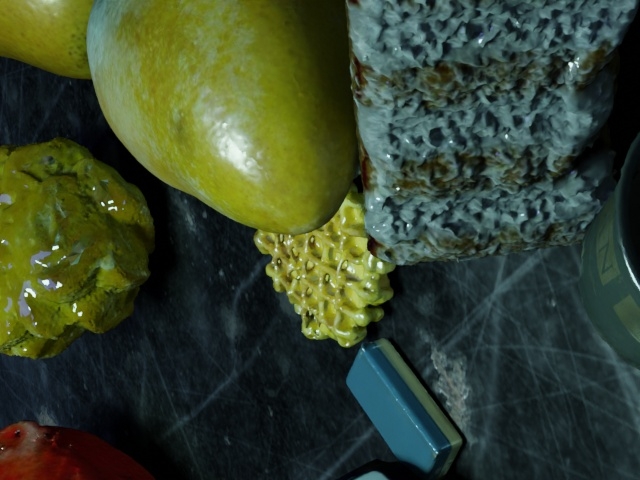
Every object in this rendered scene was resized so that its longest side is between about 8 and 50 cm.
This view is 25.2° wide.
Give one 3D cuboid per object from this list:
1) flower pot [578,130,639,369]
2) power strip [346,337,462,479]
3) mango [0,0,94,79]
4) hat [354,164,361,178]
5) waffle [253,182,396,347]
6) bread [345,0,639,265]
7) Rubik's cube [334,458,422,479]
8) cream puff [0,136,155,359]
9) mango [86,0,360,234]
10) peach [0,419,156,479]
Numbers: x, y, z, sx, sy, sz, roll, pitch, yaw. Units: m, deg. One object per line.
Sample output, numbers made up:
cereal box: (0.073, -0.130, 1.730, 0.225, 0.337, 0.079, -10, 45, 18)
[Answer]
flower pot: (0.215, 0.011, 0.800, 0.157, 0.157, 0.107, 67, 158, 12)
power strip: (0.067, 0.140, 1.188, 0.123, 0.032, 0.056, 54, 143, 30)
mango: (-0.306, -0.304, 1.421, 0.378, 0.221, 0.264, 40, 130, 29)
hat: (0.015, -0.077, 1.146, 0.050, 0.121, 0.121, 44, 155, -20)
waffle: (0.000, 0.005, 1.231, 0.191, 0.038, 0.191, 29, 126, 50)
bread: (0.091, -0.140, 0.776, 0.417, 0.165, 0.113, 82, 179, -54)
Rubik's cube: (0.030, 0.384, 1.089, 0.293, 0.288, 0.284, 37, 141, 41)
cream puff: (-0.286, 0.007, 1.529, 0.244, 0.244, 0.196, 60, 176, 23)
mango: (-0.068, -0.137, 1.078, 0.221, 0.198, 0.384, -53, 33, 21)
peach: (-0.322, 0.382, 1.605, 0.370, 0.370, 0.370, 30, 127, 49)
